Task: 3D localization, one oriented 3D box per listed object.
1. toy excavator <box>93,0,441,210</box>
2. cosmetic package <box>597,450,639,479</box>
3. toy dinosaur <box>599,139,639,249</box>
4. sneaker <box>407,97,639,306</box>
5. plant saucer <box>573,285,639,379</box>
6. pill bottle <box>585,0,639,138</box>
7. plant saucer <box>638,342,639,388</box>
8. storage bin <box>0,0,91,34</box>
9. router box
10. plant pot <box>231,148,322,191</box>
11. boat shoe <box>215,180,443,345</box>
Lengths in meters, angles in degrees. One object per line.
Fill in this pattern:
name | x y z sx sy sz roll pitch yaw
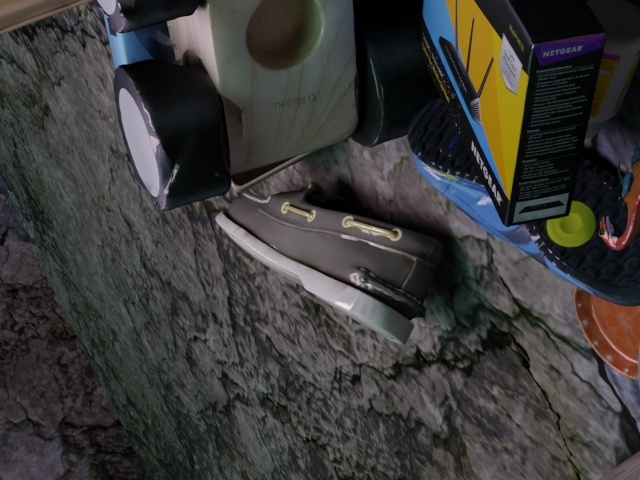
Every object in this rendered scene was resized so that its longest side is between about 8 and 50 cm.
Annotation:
toy excavator | -0.118 -0.304 0.852 0.445 0.222 0.433 50 153 47
cosmetic package | 0.255 0.140 0.580 0.113 0.160 0.309 58 157 10
toy dinosaur | 0.182 -0.034 0.655 0.047 0.090 0.082 30 97 35
sneaker | 0.149 -0.022 0.762 0.209 0.069 0.082 39 175 32
plant saucer | 0.206 0.055 0.770 0.083 0.013 0.083 46 151 35
pill bottle | 0.161 -0.098 0.664 0.043 0.043 0.083 50 153 27
plant saucer | 0.225 0.059 0.663 0.119 0.021 0.119 -167 90 -78
storage bin | -0.337 -0.351 1.146 0.123 0.262 0.260 -2 113 63
router box | 0.107 -0.118 0.678 0.133 0.046 0.179 90 167 -45
plant pot | -0.058 -0.104 1.043 0.109 0.109 0.096 60 169 8
boat shoe | 0.003 0.002 1.036 0.109 0.091 0.305 33 177 -34
